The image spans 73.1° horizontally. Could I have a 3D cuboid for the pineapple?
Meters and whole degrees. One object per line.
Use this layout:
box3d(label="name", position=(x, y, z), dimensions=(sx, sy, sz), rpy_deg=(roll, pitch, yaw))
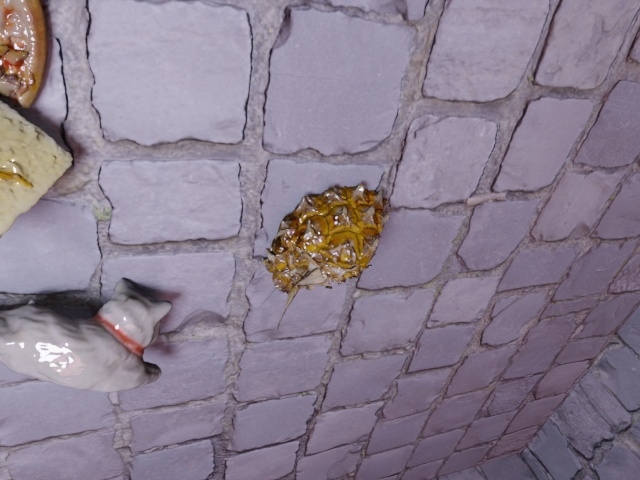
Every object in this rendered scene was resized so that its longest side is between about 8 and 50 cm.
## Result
box3d(label="pineapple", position=(0.002, 0.003, 0.866), dimensions=(0.334, 0.158, 0.161), rpy_deg=(-32, 131, 4))

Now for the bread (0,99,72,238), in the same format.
box3d(label="bread", position=(-0.639, -0.129, 0.552), dimensions=(0.404, 0.242, 0.346), rpy_deg=(3, 148, 27))

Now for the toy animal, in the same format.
box3d(label="toy animal", position=(-0.452, 0.151, 0.805), dimensions=(0.307, 0.266, 0.188), rpy_deg=(31, 99, 7))

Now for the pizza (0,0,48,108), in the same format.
box3d(label="pizza", position=(-0.454, -0.263, 0.537), dimensions=(0.195, 0.052, 0.185), rpy_deg=(5, 121, -26))
